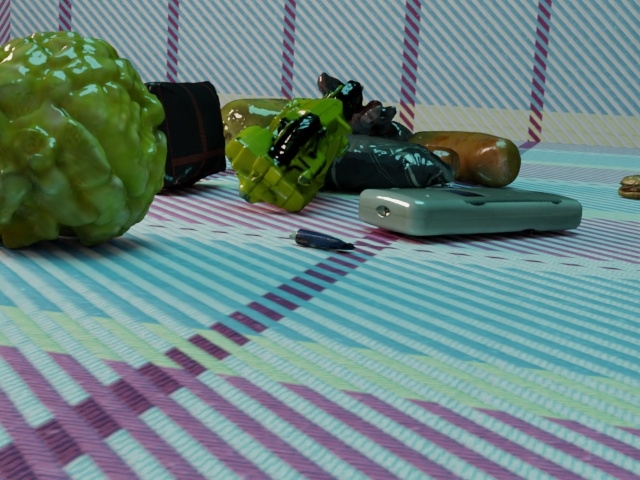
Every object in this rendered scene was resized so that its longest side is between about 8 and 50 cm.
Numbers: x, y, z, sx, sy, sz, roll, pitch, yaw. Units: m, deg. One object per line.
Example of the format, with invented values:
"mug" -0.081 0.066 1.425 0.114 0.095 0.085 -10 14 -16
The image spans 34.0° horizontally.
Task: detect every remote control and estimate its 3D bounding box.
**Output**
"remote control" 0.200 -0.039 1.366 0.296 0.056 0.140 -2 12 -33

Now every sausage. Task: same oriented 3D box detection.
"sausage" 0.281 -0.159 2.017 0.109 0.109 0.270 -4 11 -35
"sausage" 0.163 -0.141 1.936 0.197 0.076 0.076 7 10 30

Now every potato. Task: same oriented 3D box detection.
"potato" -0.079 -0.201 1.998 0.197 0.148 0.228 -7 0 39

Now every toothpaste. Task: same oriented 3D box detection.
"toothpaste" 0.000 0.000 1.181 0.083 0.019 0.027 10 -12 34

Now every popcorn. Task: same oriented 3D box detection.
"popcorn" -0.287 -0.093 1.116 0.259 0.259 0.212 2 24 -4

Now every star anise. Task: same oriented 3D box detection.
"star anise" 0.072 -0.225 2.125 0.212 0.129 0.283 -15 -39 28

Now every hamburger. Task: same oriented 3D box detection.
"hamburger" 0.583 -0.097 1.886 0.083 0.044 0.076 -1 10 -40

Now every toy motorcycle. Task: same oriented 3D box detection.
"toy motorcycle" -0.038 -0.140 1.586 0.142 0.206 0.342 32 24 3

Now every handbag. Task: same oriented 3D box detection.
"handbag" -0.240 -0.165 1.673 0.155 0.169 0.215 -11 5 20

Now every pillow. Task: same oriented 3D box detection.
"pillow" 0.065 -0.129 1.772 0.335 0.092 0.161 7 16 20
